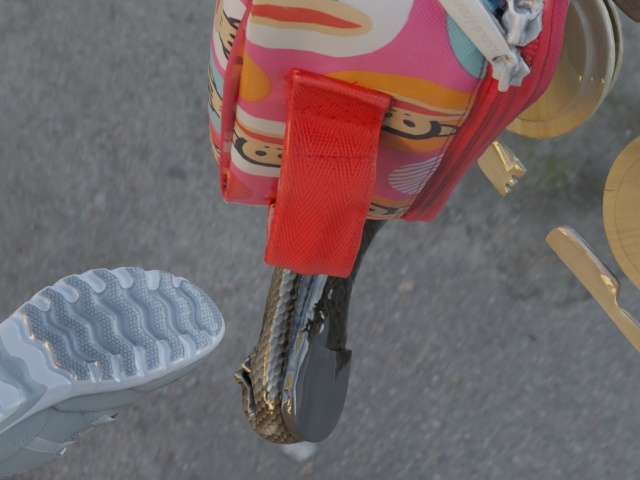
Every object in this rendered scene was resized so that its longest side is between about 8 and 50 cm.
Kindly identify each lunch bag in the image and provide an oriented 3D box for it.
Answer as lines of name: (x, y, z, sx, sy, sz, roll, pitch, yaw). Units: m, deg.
lunch bag: (0.017, -0.116, 0.563, 0.120, 0.293, 0.258, 8, 80, -4)

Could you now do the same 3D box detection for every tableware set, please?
tableware set: (0.136, -0.052, 0.737, 0.039, 0.128, 0.194, -22, 67, -43)

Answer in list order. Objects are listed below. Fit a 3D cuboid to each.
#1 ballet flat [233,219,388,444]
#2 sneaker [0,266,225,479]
ballet flat: (0.000, 0.000, 0.978, 0.084, 0.058, 0.250, 32, 66, -49)
sneaker: (-0.206, 0.109, 1.239, 0.281, 0.115, 0.105, -21, 58, -15)
